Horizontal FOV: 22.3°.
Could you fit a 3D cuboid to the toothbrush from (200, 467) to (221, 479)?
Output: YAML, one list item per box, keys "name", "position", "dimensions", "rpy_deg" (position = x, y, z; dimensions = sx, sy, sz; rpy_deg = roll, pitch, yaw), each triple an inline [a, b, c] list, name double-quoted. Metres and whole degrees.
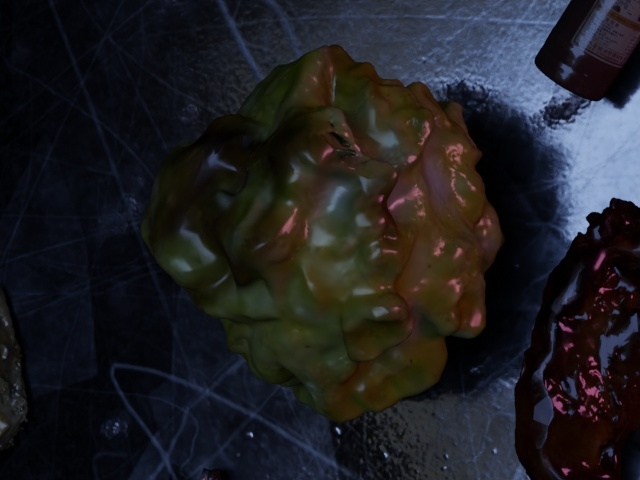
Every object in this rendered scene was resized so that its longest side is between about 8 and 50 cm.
- name: "toothbrush"
  position: [-0.120, 0.406, 1.600]
  dimensions: [0.041, 0.041, 0.364]
  rpy_deg: [5, 91, 27]

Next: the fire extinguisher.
- name: "fire extinguisher"
  position: [0.283, -0.228, 1.402]
  dimensions: [0.231, 0.099, 0.071]
  rpy_deg: [-58, 33, 19]

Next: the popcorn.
- name: "popcorn"
  position: [0.017, 0.007, 1.419]
  dimensions: [0.312, 0.312, 0.312]
  rpy_deg: [-1, 88, 27]

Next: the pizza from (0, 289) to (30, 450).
- name: "pizza"
  position: [-0.383, 0.168, 1.726]
  dimensions: [0.147, 0.069, 0.226]
  rpy_deg: [46, 108, 23]

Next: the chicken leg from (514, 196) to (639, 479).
- name: "chicken leg"
  position: [0.247, 0.166, 1.403]
  dimensions: [0.158, 0.096, 0.407]
  rpy_deg: [-1, 90, 7]
